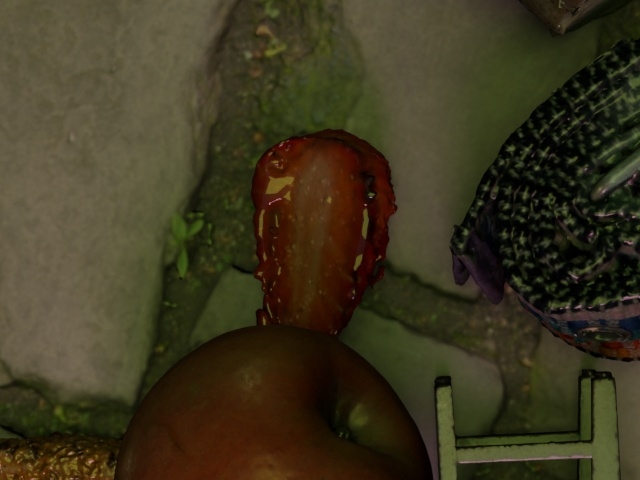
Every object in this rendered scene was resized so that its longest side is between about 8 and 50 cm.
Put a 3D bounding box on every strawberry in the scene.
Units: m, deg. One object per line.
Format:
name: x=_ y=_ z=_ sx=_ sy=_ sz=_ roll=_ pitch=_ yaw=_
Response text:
strawberry: x=0.000 y=0.000 z=1.044 sx=0.121 sy=0.082 sz=0.188 roll=13 pitch=95 yaw=26

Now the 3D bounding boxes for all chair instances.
chair: x=0.162 y=0.236 z=0.971 sx=0.147 sy=0.136 sz=0.270 roll=-4 pitch=85 yaw=6

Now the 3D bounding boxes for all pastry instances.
pastry: x=-0.205 y=0.198 z=1.046 sx=0.140 sy=0.056 sz=0.080 roll=-6 pitch=95 yaw=2

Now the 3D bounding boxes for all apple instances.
apple: x=-0.028 y=0.187 z=0.930 sx=0.254 sy=0.253 sz=0.253 roll=0 pitch=84 yaw=5

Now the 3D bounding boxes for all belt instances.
belt: x=0.258 y=-0.025 z=0.976 sx=0.295 sy=0.160 sz=0.207 roll=-42 pitch=64 yaw=-2

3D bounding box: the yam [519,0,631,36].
yam: x=0.160 y=-0.308 z=0.995 sx=0.195 sy=0.195 sz=0.300 roll=-45 pitch=83 yaw=-1
